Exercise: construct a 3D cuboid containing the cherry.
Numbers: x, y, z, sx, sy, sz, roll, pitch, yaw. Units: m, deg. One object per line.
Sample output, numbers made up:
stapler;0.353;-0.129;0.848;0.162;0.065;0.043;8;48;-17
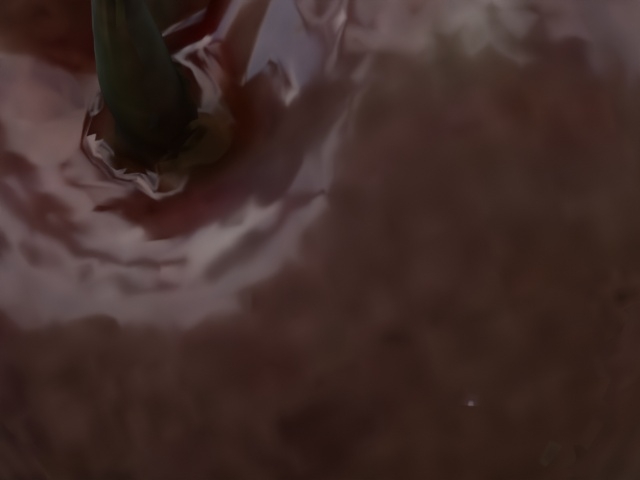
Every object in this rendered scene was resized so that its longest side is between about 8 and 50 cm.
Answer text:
cherry;0.000;0.000;0.428;0.236;0.213;0.285;-16;-23;8
